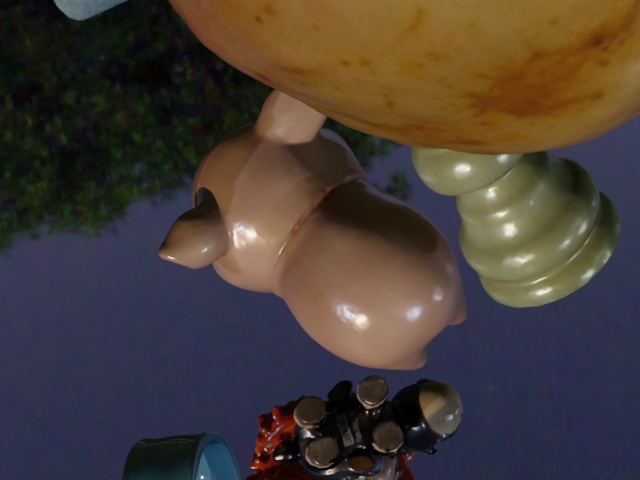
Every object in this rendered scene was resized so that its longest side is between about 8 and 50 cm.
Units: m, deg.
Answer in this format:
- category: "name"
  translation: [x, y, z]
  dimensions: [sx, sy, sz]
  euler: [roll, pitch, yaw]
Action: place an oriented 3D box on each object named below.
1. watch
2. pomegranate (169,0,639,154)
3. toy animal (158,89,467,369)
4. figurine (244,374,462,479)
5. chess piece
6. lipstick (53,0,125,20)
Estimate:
- category: "watch"
  translation: [-0.147, 0.313, 1.217]
  dimensions: [0.211, 0.193, 0.211]
  euler: [-12, -164, 3]
- category: "pomegranate"
  translation: [0.093, -0.238, 0.512]
  dimensions: [0.410, 0.410, 0.410]
  euler: [-4, -143, 3]
- category: "toy animal"
  translation: [0.000, 0.000, 1.163]
  dimensions: [0.237, 0.269, 0.326]
  euler: [-50, -143, -3]
- category: "figurine"
  translation: [0.048, 0.316, 1.684]
  dimensions: [0.306, 0.412, 0.241]
  euler: [-22, -111, -35]
- category: "chess piece"
  translation: [0.138, -0.075, 0.955]
  dimensions: [0.144, 0.251, 0.144]
  euler: [-30, -150, 20]
- category: "lipstick"
  translation: [-0.130, -0.271, 0.983]
  dimensions: [0.274, 0.068, 0.061]
  euler: [-17, -112, 34]
